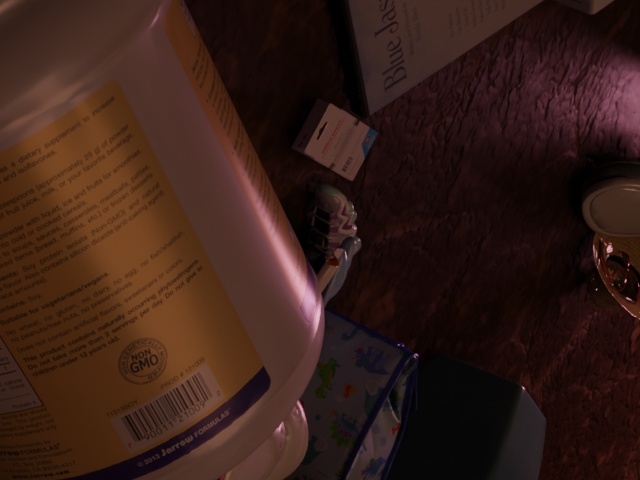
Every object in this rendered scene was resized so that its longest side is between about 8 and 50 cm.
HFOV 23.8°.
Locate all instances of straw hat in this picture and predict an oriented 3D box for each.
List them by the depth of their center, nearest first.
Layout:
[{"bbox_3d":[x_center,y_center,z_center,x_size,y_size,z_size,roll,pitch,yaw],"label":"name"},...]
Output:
[{"bbox_3d":[0.346,0.050,1.779,0.144,0.144,0.061,-12,161,-49],"label":"straw hat"}]

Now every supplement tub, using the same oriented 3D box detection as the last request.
[{"bbox_3d":[-0.160,-0.035,0.832,0.241,0.241,0.331,-42,124,-27],"label":"supplement tub"}]

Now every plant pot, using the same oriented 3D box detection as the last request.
[{"bbox_3d":[0.126,0.249,1.552,0.234,0.166,0.165,-60,148,-14],"label":"plant pot"}]

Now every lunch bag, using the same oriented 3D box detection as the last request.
[{"bbox_3d":[0.009,0.142,1.338,0.096,0.129,0.151,-2,113,-58],"label":"lunch bag"}]

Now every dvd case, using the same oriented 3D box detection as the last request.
[{"bbox_3d":[0.114,-0.233,1.262,0.253,0.022,0.180,-34,140,-19],"label":"dvd case"}]

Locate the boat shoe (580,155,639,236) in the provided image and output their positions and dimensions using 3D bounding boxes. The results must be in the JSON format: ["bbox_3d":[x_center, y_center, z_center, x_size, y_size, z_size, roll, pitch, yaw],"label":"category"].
[{"bbox_3d":[0.391,-0.064,1.761,0.319,0.116,0.099,9,64,-48],"label":"boat shoe"}]

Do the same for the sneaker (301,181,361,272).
[{"bbox_3d":[0.000,0.000,1.304,0.069,0.038,0.098,-48,144,-21],"label":"sneaker"}]

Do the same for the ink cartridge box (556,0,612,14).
[{"bbox_3d":[0.264,-0.318,1.393,0.127,0.072,0.175,-35,139,-34],"label":"ink cartridge box"}]

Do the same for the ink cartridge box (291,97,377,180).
[{"bbox_3d":[0.008,-0.086,1.260,0.083,0.028,0.048,27,91,-57],"label":"ink cartridge box"}]

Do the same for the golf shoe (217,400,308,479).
[{"bbox_3d":[-0.153,0.197,1.090,0.306,0.115,0.140,-39,176,16],"label":"golf shoe"}]

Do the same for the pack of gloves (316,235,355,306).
[{"bbox_3d":[-0.028,0.107,1.224,0.232,0.046,0.195,-57,178,12],"label":"pack of gloves"}]
